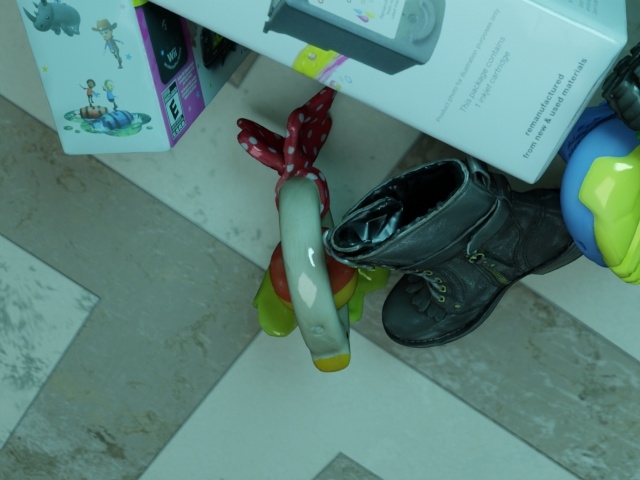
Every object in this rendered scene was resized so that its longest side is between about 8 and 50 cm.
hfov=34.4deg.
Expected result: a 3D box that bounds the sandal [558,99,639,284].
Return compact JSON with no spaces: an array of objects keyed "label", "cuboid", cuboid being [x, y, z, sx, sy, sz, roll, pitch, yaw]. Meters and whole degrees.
[{"label":"sandal","cuboid":[0.235,-0.054,0.795,0.138,0.317,0.126,34,107,22]}]

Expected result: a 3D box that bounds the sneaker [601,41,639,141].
[{"label":"sneaker","cuboid":[0.342,-0.144,0.636,0.344,0.134,0.146,-39,93,-2]}]

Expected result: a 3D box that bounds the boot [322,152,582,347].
[{"label":"boot","cuboid":[0.087,0.008,0.872,0.229,0.091,0.263,7,144,-45]}]

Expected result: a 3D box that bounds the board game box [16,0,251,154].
[{"label":"board game box","cuboid":[-0.150,-0.251,0.797,0.098,0.224,0.303,-1,123,18]}]

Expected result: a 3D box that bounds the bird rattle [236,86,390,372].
[{"label":"bird rattle","cuboid":[0.000,0.000,0.945,0.143,0.206,0.253,-5,132,-1]}]

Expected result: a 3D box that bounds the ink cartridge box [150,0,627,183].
[{"label":"ink cartridge box","cuboid":[0.061,-0.200,0.768,0.306,0.226,0.131,25,125,1]}]
